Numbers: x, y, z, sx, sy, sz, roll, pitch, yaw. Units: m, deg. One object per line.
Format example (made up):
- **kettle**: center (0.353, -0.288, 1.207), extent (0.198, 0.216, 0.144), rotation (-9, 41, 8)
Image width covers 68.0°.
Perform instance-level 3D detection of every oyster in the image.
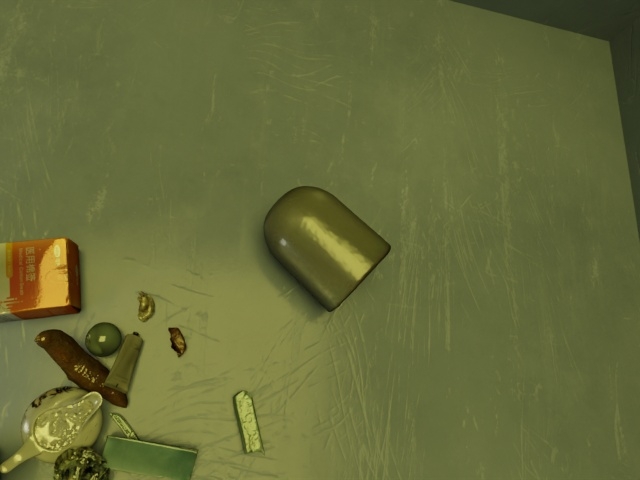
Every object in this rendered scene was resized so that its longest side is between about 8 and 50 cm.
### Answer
- **oyster**: center (-0.579, 0.217, 1.564), extent (0.081, 0.038, 0.083), rotation (34, 94, 8)
- **oyster**: center (-0.685, 0.705, 1.325), extent (0.199, 0.087, 0.252), rotation (40, 78, -26)

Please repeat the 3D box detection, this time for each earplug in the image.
- **earplug**: center (0.000, 0.000, 1.621), extent (0.394, 0.312, 0.312), rotation (44, 68, 2)

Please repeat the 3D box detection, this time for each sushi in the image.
- **sushi**: center (-0.465, 0.328, 1.540), extent (0.047, 0.050, 0.099), rotation (-22, 73, -25)

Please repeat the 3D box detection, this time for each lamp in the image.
- **lamp**: center (-0.670, 0.305, 1.467), extent (0.105, 0.105, 0.105), rotation (4, 72, -13)

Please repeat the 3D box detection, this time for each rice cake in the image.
- **rice cake**: center (-0.232, 0.582, 1.514), extent (0.064, 0.069, 0.206), rotation (-11, 79, -19)

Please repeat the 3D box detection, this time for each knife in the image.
- **knife**: center (-0.571, 0.602, 1.448), extent (0.028, 0.015, 0.210), rotation (-38, 85, -17)

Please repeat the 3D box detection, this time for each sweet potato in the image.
- **sweet potato**: center (-0.712, 0.385, 1.420), extent (0.092, 0.114, 0.341), rotation (-48, 116, -25)

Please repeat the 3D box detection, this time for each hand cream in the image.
- **hand cream**: center (-0.602, 0.371, 1.471), extent (0.087, 0.054, 0.186), rotation (46, 41, -41)

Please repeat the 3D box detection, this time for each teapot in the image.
- **teapot**: center (-0.749, 0.539, 1.346), extent (0.300, 0.166, 0.208), rotation (-42, 103, -23)

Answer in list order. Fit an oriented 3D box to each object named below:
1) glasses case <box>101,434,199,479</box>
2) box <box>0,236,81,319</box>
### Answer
- **glasses case**: center (-0.511, 0.645, 1.423), extent (0.266, 0.056, 0.105), rotation (17, 90, -14)
- **box**: center (-0.923, 0.126, 1.441), extent (0.342, 0.143, 0.224), rotation (-6, 75, -17)
